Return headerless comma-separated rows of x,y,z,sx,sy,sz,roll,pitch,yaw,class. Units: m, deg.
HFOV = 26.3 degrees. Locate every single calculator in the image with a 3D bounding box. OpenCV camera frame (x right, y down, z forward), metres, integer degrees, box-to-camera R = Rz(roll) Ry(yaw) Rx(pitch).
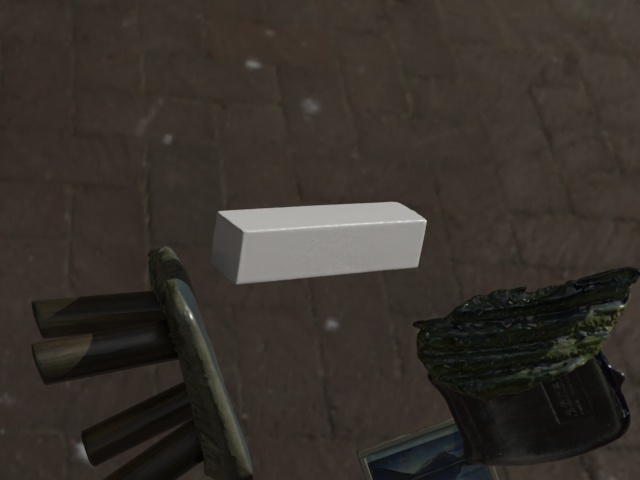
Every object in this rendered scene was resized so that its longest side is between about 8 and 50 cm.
0.260,0.195,1.696,0.040,0.268,0.177,-34,100,-52,calculator

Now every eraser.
0.000,0.001,1.870,0.298,0.078,0.076,-4,24,-33,eraser

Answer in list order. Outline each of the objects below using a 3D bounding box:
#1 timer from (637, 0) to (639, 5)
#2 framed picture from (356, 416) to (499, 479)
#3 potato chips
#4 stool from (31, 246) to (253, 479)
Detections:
0.408,-0.207,1.142,0.195,0.192,0.194,22,33,-25,timer
0.175,0.372,2.179,0.203,0.150,0.015,-18,5,-3,framed picture
0.185,0.082,1.186,0.207,0.028,0.092,-13,83,-6,potato chips
-0.245,0.199,1.867,0.226,0.310,0.310,-21,17,-8,stool
